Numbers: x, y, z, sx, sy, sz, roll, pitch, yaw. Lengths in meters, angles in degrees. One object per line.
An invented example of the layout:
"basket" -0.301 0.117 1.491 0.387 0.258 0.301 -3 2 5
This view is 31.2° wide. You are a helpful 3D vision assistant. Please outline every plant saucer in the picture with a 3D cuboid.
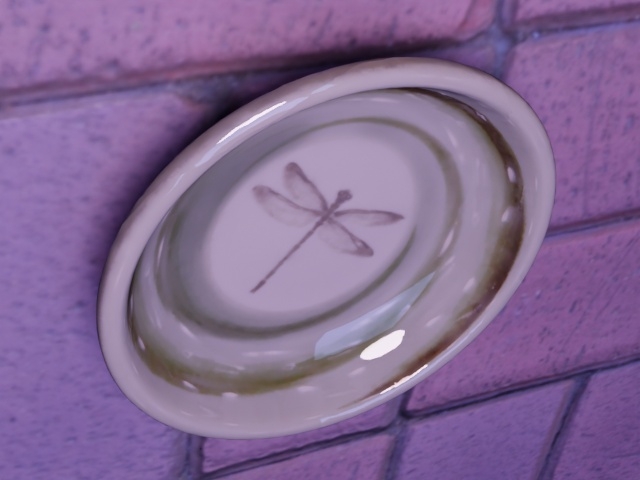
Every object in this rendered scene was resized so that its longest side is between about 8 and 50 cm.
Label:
"plant saucer" 0.000 0.000 0.956 0.400 0.100 0.400 -17 137 -17
